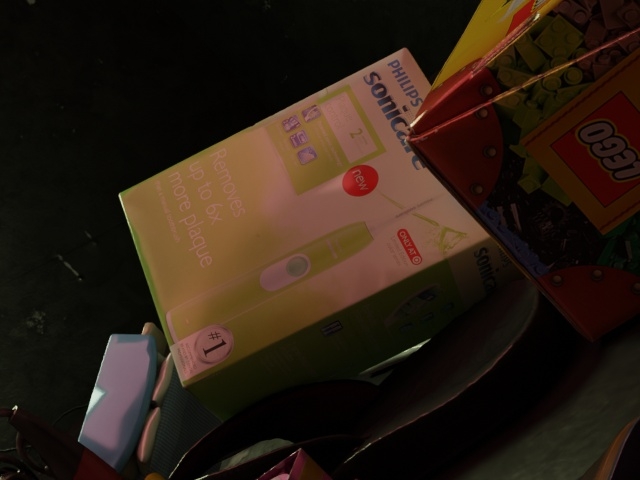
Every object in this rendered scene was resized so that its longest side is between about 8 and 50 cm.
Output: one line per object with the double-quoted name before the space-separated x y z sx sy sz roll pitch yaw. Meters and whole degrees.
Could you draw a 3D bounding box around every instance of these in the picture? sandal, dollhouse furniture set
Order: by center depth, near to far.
"sandal" -0.018 0.163 0.739 0.446 0.107 0.167 -41 9 13
"dollhouse furniture set" -0.065 0.174 0.971 0.198 0.286 0.303 0 56 20

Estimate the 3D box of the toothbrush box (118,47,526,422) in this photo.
"toothbrush box" 0.000 0.000 0.819 0.283 0.206 0.122 -25 -33 1

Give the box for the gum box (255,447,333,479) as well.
"gum box" -0.015 0.209 0.488 0.062 0.107 0.188 -40 9 24

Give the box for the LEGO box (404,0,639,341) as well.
"LEGO box" 0.300 -0.202 0.745 0.372 0.193 0.500 -39 9 28

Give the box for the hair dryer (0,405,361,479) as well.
"hair dryer" -0.098 0.202 0.597 0.293 0.223 0.080 -5 31 -14

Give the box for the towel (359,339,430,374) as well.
"towel" 0.118 0.047 0.955 0.144 0.029 0.197 -35 11 50

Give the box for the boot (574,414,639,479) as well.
"boot" 0.095 0.166 0.380 0.219 0.082 0.106 -50 -12 -16
